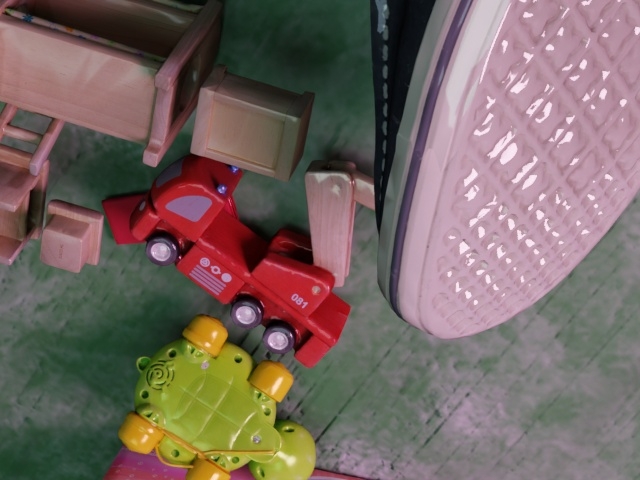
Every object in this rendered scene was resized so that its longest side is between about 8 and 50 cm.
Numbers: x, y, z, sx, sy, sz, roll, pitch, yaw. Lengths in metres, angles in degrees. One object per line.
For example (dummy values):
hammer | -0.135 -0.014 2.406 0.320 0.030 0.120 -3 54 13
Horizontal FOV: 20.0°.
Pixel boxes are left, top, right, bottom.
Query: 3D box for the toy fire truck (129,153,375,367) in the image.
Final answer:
toy fire truck | 0.000 0.000 1.046 0.192 0.047 0.135 38 119 -8

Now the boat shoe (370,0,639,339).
boat shoe | 0.095 -0.190 0.833 0.156 0.187 0.500 32 126 41

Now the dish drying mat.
dish drying mat | -0.090 -0.016 1.095 0.083 0.008 0.032 -7 118 21

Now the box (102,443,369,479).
box | -0.004 0.243 1.140 0.300 0.142 0.154 10 122 11

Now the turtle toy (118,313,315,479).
turtle toy | -0.059 0.109 1.119 0.130 0.066 0.095 35 85 -4

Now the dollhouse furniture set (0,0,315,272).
dollhouse furniture set | -0.097 -0.053 1.022 0.182 0.101 0.161 18 126 6
